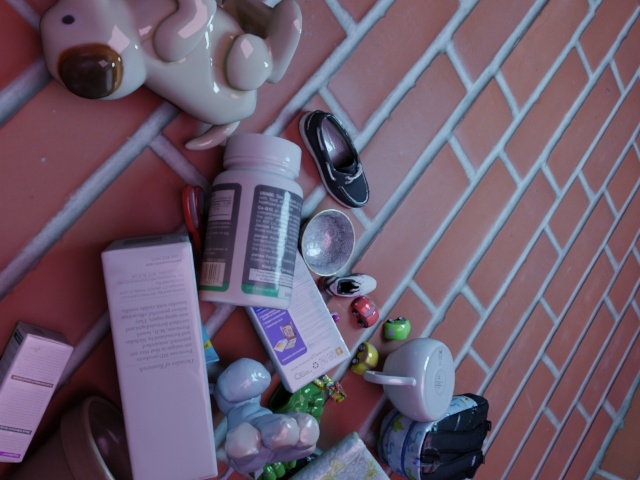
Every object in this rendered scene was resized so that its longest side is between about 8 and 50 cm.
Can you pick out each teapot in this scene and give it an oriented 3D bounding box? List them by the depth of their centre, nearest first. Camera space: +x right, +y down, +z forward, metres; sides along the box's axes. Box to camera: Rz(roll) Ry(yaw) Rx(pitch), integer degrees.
[{"bbox_3d":[0.260,0.397,1.640,0.252,0.187,0.256,-51,129,-41],"label":"teapot"}]

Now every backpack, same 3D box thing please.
[{"bbox_3d":[0.347,0.622,1.750,0.355,0.273,0.290,-1,102,-58],"label":"backpack"}]

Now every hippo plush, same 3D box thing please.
[{"bbox_3d":[-0.143,0.403,1.330,0.234,0.237,0.294,-4,145,-23],"label":"hippo plush"}]

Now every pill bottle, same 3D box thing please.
[{"bbox_3d":[-0.146,-0.036,1.246,0.204,0.204,0.362,13,80,-37],"label":"pill bottle"}]

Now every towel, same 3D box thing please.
[{"bbox_3d":[0.033,0.712,1.555,0.320,0.090,0.375,-38,131,-10],"label":"towel"}]

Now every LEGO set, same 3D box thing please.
[{"bbox_3d":[0.018,0.340,1.520,0.132,0.107,0.287,-20,110,-32],"label":"LEGO set"}]

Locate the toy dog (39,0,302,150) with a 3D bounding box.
[{"bbox_3d":[-0.310,-0.371,1.075,0.407,0.285,0.396,-5,138,-37],"label":"toy dog"}]

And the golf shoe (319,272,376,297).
[{"bbox_3d":[0.090,0.129,1.548,0.186,0.086,0.068,-1,98,-38],"label":"golf shoe"}]

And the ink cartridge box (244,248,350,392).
[{"bbox_3d":[-0.084,0.164,1.383,0.175,0.069,0.371,-27,94,-21],"label":"ink cartridge box"}]

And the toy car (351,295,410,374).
[{"bbox_3d":[0.190,0.272,1.668,0.224,0.053,0.239,-6,102,-36],"label":"toy car"}]

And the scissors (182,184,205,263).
[{"bbox_3d":[-0.271,0.018,1.264,0.021,0.109,0.297,-1,105,5],"label":"scissors"}]

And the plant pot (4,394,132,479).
[{"bbox_3d":[-0.486,0.475,1.112,0.229,0.263,0.263,-31,117,-7],"label":"plant pot"}]

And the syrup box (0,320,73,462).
[{"bbox_3d":[-0.574,0.287,1.078,0.096,0.093,0.237,29,81,-37],"label":"syrup box"}]

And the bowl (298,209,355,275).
[{"bbox_3d":[0.000,0.000,1.459,0.170,0.080,0.170,-8,104,-36],"label":"bowl"}]

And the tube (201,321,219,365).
[{"bbox_3d":[-0.299,0.208,1.301,0.080,0.052,0.207,-20,115,-15],"label":"tube"}]

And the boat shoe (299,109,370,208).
[{"bbox_3d":[0.052,-0.197,1.453,0.114,0.091,0.303,-50,123,-18],"label":"boat shoe"}]

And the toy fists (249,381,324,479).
[{"bbox_3d":[-0.089,0.498,1.477,0.142,0.096,0.279,43,72,-33],"label":"toy fists"}]

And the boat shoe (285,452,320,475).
[{"bbox_3d":[-0.021,0.629,1.571,0.206,0.065,0.075,27,82,-37],"label":"boat shoe"}]

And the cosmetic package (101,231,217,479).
[{"bbox_3d":[-0.314,0.222,1.128,0.161,0.230,0.454,-6,98,-14],"label":"cosmetic package"}]
